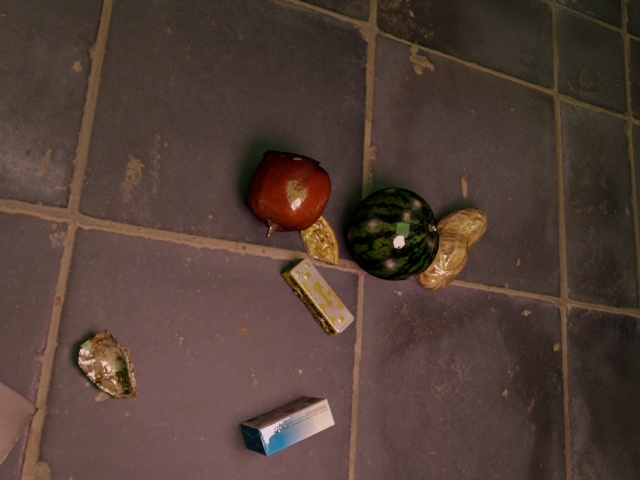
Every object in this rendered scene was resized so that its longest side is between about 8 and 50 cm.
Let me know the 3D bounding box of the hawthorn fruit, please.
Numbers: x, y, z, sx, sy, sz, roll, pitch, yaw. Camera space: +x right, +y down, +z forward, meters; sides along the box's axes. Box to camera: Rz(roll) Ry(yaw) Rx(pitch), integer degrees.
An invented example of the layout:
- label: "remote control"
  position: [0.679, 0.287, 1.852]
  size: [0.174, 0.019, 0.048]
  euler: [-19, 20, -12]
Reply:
- label: "hawthorn fruit"
  position: [-0.087, -0.116, 1.638]
  size: [0.215, 0.215, 0.249]
  euler: [32, 65, -17]

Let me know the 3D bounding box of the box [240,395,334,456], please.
- label: "box"
  position: [-0.084, 0.462, 1.543]
  size: [0.194, 0.139, 0.073]
  euler: [-17, 87, -28]

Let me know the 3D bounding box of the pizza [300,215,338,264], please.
- label: "pizza"
  position: [0.000, 0.000, 1.746]
  size: [0.099, 0.036, 0.160]
  euler: [-19, 87, -28]

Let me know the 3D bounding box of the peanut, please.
- label: "peanut"
  position: [0.399, 0.015, 1.874]
  size: [0.140, 0.153, 0.325]
  euler: [47, 70, -15]

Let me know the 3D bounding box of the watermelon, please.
- label: "watermelon"
  position: [0.204, -0.017, 1.735]
  size: [0.269, 0.269, 0.268]
  euler: [6, 76, -25]

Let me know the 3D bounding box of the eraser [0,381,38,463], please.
- label: "eraser"
  position: [-0.707, 0.412, 1.212]
  size: [0.150, 0.331, 0.331]
  euler: [40, 65, -11]

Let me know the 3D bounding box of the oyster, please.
- label: "oyster"
  position: [-0.485, 0.295, 1.433]
  size: [0.105, 0.056, 0.177]
  euler: [-45, 99, -15]

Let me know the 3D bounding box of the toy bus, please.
- label: "toy bus"
  position: [-0.005, 0.153, 1.688]
  size: [0.081, 0.074, 0.226]
  euler: [-39, 96, -28]
